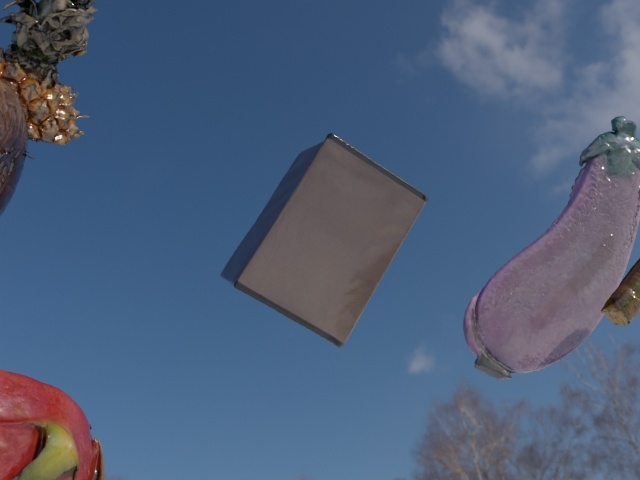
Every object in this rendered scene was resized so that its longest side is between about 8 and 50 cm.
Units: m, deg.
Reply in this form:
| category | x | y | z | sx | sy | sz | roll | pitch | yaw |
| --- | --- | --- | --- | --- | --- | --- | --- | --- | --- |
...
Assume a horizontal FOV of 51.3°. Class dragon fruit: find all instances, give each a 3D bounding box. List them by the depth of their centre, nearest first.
| category | x | y | z | sx | sy | sz | roll | pitch | yaw |
| --- | --- | --- | --- | --- | --- | --- | --- | --- | --- |
| dragon fruit | -0.394 | 0.291 | 0.740 | 0.290 | 0.189 | 0.291 | -6 | -61 | -11 |

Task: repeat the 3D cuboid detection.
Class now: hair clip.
| category | x | y | z | sx | sy | sz | roll | pitch | yaw |
| --- | --- | --- | --- | --- | --- | --- | --- | --- | --- |
| hair clip | 0.290 | 0.014 | 0.773 | 0.095 | 0.359 | 0.110 | 5 | -36 | 52 |

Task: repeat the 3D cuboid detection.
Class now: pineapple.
| category | x | y | z | sx | sy | sz | roll | pitch | yaw |
| --- | --- | --- | --- | --- | --- | --- | --- | --- | --- |
| pineapple | -0.498 | -0.345 | 1.200 | 0.262 | 0.262 | 0.272 | 24 | -77 | -37 |

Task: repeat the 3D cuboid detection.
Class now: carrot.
| category | x | y | z | sx | sy | sz | roll | pitch | yaw |
| --- | --- | --- | --- | --- | --- | --- | --- | --- | --- |
| carrot | 0.341 | 0.026 | 0.666 | 0.170 | 0.042 | 0.042 | -39 | -33 | -20 |

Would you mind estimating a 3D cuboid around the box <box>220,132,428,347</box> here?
| category | x | y | z | sx | sy | sz | roll | pitch | yaw |
| --- | --- | --- | --- | --- | --- | --- | --- | --- | --- |
| box | 0.000 | 0.000 | 0.981 | 0.188 | 0.252 | 0.153 | 32 | -10 | -13 |

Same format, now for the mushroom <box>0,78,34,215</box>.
| category | x | y | z | sx | sy | sz | roll | pitch | yaw |
| --- | --- | --- | --- | --- | --- | --- | --- | --- | --- |
| mushroom | -0.503 | -0.101 | 0.888 | 0.163 | 0.297 | 0.278 | 37 | -87 | -4 |
